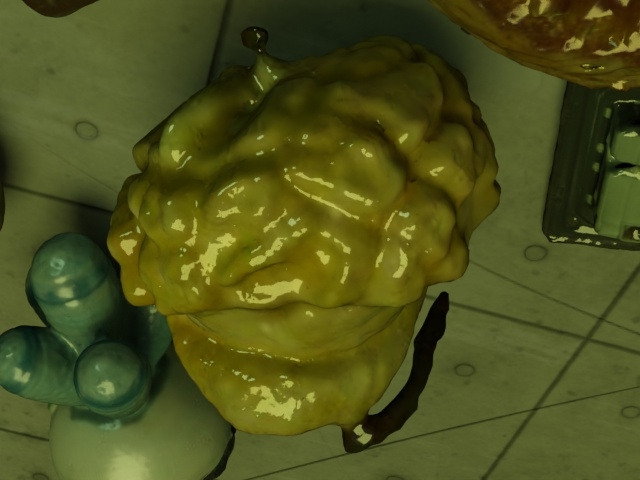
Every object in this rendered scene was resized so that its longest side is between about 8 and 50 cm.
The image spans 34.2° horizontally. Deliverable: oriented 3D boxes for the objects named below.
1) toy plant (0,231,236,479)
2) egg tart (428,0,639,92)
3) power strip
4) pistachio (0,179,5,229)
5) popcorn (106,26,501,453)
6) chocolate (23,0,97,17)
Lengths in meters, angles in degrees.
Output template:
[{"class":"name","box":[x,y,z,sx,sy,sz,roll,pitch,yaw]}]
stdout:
[{"class":"toy plant","box":[-0.241,0.130,1.179,0.247,0.247,0.332,-3,132,12]},{"class":"egg tart","box":[0.242,-0.300,0.701,0.443,0.178,0.443,4,137,3]},{"class":"power strip","box":[0.351,-0.058,0.987,0.251,0.092,0.257,0,139,4]},{"class":"pistachio","box":[-0.454,-0.058,1.014,0.230,0.230,0.309,-8,150,16]},{"class":"popcorn","box":[0.000,0.000,0.917,0.349,0.349,0.381,-16,100,23]},{"class":"chocolate","box":[-0.178,-0.270,0.863,0.254,0.080,0.157,-16,130,23]}]
